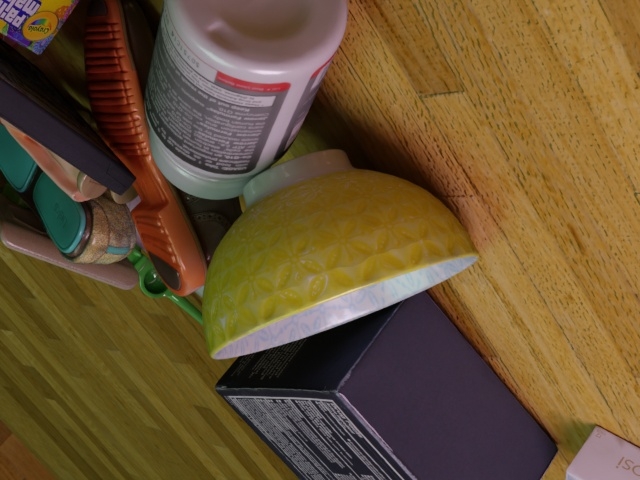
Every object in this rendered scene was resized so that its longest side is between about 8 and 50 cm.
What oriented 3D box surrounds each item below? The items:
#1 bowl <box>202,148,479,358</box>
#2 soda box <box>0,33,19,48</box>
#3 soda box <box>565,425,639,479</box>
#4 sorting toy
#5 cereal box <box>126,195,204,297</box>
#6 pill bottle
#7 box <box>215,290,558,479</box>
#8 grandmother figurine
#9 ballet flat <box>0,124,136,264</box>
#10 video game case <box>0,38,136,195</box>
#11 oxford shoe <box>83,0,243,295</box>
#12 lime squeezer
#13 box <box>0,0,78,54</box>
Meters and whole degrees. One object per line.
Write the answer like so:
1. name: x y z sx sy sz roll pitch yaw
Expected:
1. bowl: 0.000 0.000 1.216 0.156 0.289 0.289 69 155 10
2. soda box: -0.463 -0.227 1.430 0.083 0.263 0.092 23 148 30
3. soda box: 0.381 0.297 1.319 0.216 0.074 0.069 28 150 26
4. sorting toy: -0.409 -0.043 1.665 0.307 0.041 0.229 23 -165 -33
5. cereal box: -0.185 -0.002 1.642 0.240 0.047 0.173 37 152 9
6. pill bottle: -0.084 -0.159 1.151 0.161 0.161 0.283 39 153 4
7. box: 0.079 0.220 1.479 0.296 0.182 0.294 49 153 -19
8. grandmother figurine: -0.385 -0.167 1.535 0.342 0.104 0.208 34 -178 25
9. ballet flat: -0.353 -0.086 1.634 0.348 0.123 0.123 50 163 37
10. video game case: -0.346 -0.180 1.299 0.248 0.035 0.275 45 -177 36
11. oxford shoe: -0.172 -0.124 1.384 0.130 0.133 0.363 19 129 57
12. lime squeezer: -0.275 0.051 1.833 0.310 0.059 0.110 37 153 6
13. box: -0.374 -0.350 1.111 0.279 0.177 0.290 36 -178 12
